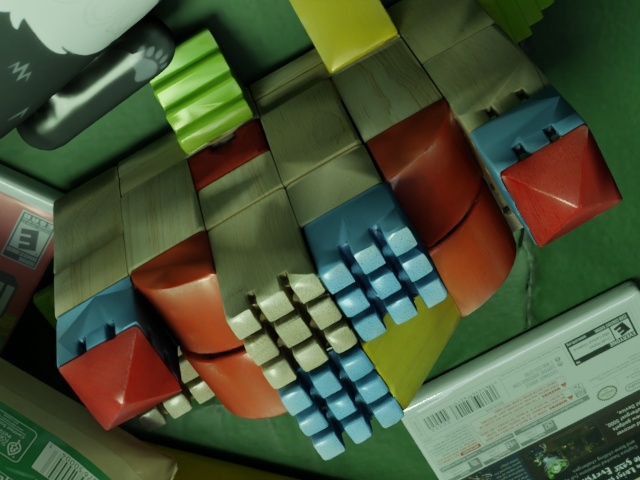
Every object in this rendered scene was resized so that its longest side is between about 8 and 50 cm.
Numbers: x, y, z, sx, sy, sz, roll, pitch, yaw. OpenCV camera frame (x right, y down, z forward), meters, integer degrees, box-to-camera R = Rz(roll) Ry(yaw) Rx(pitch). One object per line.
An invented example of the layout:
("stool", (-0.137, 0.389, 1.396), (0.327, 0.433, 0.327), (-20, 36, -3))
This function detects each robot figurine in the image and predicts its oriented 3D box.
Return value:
("robot figurine", (-0.189, -0.152, 0.714), (0.278, 0.173, 0.209), (-38, 91, 13))

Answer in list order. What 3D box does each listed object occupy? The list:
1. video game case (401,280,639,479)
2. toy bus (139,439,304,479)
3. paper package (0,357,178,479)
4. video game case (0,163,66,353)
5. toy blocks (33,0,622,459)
("video game case", (0.175, 0.139, 0.977), (0.190, 0.022, 0.173), (-28, 115, 8))
("toy bus", (-0.051, 0.238, 0.957), (0.332, 0.108, 0.130), (16, 112, -13))
("paper package", (-0.297, 0.173, 0.761), (0.324, 0.168, 0.309), (33, 129, -4))
("video game case", (-0.313, 0.049, 0.882), (0.204, 0.025, 0.285), (25, 112, -17))
("toy blocks", (0.000, 0.000, 0.742), (0.381, 0.261, 0.191), (-29, 120, 5))
